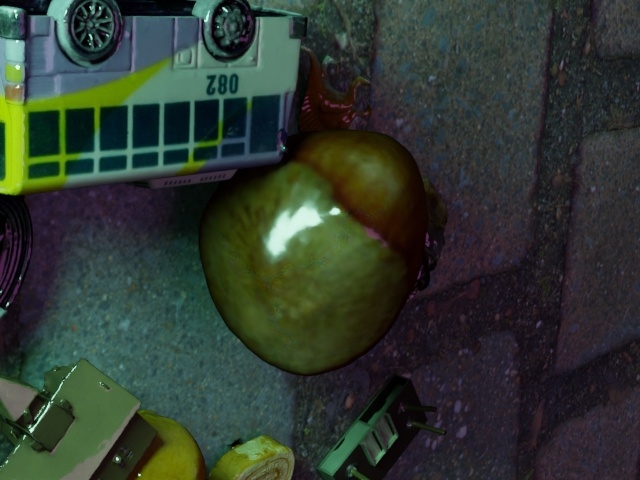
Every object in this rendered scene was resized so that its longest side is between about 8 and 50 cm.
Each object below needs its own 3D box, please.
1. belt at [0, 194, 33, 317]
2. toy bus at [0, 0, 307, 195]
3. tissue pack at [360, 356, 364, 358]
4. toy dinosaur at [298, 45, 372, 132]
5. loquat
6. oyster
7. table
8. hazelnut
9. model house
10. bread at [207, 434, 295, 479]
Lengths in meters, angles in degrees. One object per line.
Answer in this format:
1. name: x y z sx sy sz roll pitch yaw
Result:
1. belt: -0.425 0.019 1.348 0.151 0.078 0.198 15 93 -51
2. toy bus: -0.234 -0.187 1.388 0.440 0.209 0.249 -12 111 -46
3. tissue pack: 0.035 0.121 1.932 0.122 0.026 0.193 -12 111 -45
4. toy dinosaur: 0.003 -0.213 1.780 0.212 0.057 0.142 25 103 -38
5. loquat: -0.250 0.344 1.556 0.176 0.187 0.234 38 47 -44
6. oyster: 0.168 0.010 1.995 0.161 0.107 0.233 46 66 -37
7. table: 0.122 0.377 2.052 0.240 0.111 0.122 -47 132 -27
8. hazelnut: -0.003 0.002 1.632 0.365 0.365 0.366 -19 116 -43
9. model house: -0.354 0.219 1.413 0.181 0.176 0.248 -55 141 -20
10. bread: -0.115 0.382 1.825 0.149 0.073 0.122 -18 121 -41
